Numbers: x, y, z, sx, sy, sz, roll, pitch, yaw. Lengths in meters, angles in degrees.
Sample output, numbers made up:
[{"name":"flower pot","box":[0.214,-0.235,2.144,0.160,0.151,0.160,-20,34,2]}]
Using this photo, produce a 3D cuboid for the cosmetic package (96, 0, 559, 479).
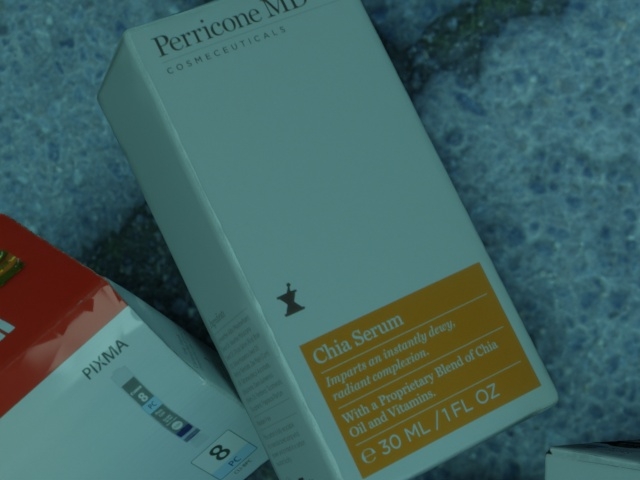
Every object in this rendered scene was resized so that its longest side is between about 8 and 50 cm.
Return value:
[{"name":"cosmetic package","box":[0.000,0.000,1.230,0.230,0.161,0.453,-24,83,-22]}]

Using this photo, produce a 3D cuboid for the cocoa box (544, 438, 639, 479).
[{"name":"cocoa box","box":[0.339,0.350,1.124,0.231,0.228,0.347,1,89,50]}]

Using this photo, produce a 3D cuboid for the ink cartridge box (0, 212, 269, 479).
[{"name":"ink cartridge box","box":[-0.255,0.181,1.226,0.308,0.385,0.091,-41,46,9]}]
